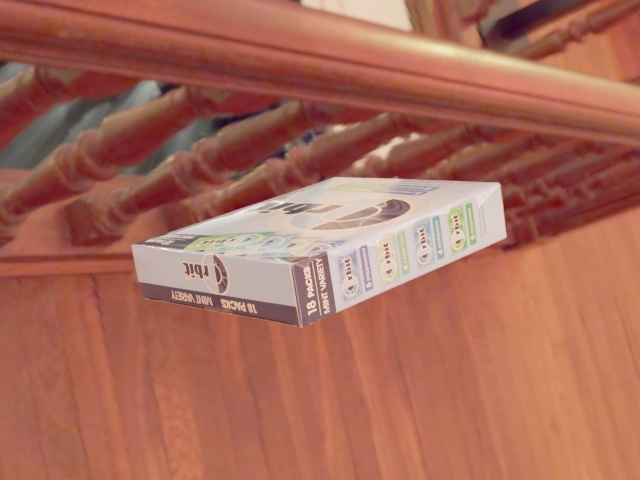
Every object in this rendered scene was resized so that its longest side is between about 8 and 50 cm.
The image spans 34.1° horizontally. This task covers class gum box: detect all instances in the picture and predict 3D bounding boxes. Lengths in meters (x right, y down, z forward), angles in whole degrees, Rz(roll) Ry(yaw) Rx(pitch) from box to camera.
[{"bbox_3d":[0.000,0.000,0.669,0.184,0.157,0.041,-21,108,-39],"label":"gum box"}]
